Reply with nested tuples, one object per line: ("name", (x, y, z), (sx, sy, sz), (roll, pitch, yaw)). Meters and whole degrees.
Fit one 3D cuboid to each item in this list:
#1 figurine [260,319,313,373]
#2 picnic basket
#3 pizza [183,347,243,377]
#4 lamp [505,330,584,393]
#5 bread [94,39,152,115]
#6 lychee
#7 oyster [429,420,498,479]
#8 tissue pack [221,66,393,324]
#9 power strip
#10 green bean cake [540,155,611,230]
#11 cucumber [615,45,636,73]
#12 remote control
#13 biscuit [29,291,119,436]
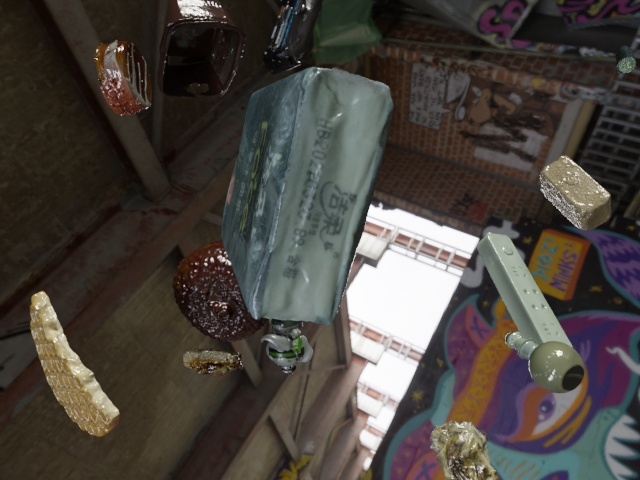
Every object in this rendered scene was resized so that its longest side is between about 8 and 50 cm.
("figurine", (-0.097, 0.280, 1.317), (0.126, 0.147, 0.193), (-22, -73, -62))
("picnic basket", (-0.337, -0.530, 1.290), (0.222, 0.129, 0.297), (-8, -19, -26))
("pizza", (-0.273, 0.336, 1.287), (0.154, 0.193, 0.069), (20, -113, -33))
("lamp", (0.410, 0.216, 0.889), (0.090, 0.163, 0.091), (-6, -71, -18))
("bread", (-0.441, -0.365, 1.069), (0.160, 0.073, 0.161), (-8, -90, -90))
("lychee", (-0.230, 0.118, 1.173), (0.260, 0.260, 0.261), (-47, -30, -40))
("oyster", (0.271, 0.414, 0.863), (0.053, 0.108, 0.166), (80, 176, -62))
("tissue pack", (-0.040, -0.065, 0.552), (0.315, 0.103, 0.228), (-143, 64, -68))
("power strip", (0.518, 0.127, 1.235), (0.091, 0.385, 0.062), (3, -39, -23))
("green bean cake", (0.646, -0.119, 1.204), (0.085, 0.179, 0.109), (-31, -36, 8))
("cucumber", (0.596, -0.358, 0.927), (0.133, 0.032, 0.032), (-50, -28, -49))
("remote control", (-0.045, -0.590, 1.133), (0.062, 0.144, 0.399), (26, -106, -39))
("biscuit", (-0.505, 0.269, 0.942), (0.040, 0.309, 0.205), (-24, -24, -45))
